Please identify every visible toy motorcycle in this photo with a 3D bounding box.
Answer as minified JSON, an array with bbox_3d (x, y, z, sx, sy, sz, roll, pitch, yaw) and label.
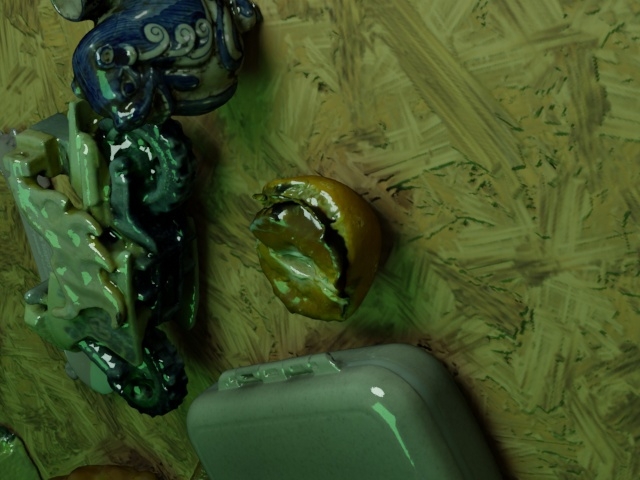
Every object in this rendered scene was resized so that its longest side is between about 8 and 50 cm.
[{"bbox_3d":[-0.247,0.016,1.168,0.237,0.169,0.410,22,123,23],"label":"toy motorcycle"}]

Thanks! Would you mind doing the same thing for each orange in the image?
[{"bbox_3d":[0.000,0.000,0.973,0.160,0.112,0.170,60,162,-21],"label":"orange"}]

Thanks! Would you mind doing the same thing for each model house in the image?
[{"bbox_3d":[-0.616,0.458,1.755,0.195,0.189,0.214,2,117,39],"label":"model house"}]

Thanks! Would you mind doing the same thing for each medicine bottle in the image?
[{"bbox_3d":[0.020,0.249,1.101,0.375,0.123,0.282,-17,102,45],"label":"medicine bottle"}]

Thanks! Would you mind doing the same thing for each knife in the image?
[{"bbox_3d":[-0.362,0.033,1.370,0.132,0.038,0.398,3,116,38],"label":"knife"}]

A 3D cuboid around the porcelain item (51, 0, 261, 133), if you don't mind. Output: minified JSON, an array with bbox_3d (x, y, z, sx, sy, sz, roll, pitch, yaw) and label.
[{"bbox_3d":[-0.189,-0.242,0.935,0.138,0.186,0.288,-19,101,48],"label":"porcelain item"}]

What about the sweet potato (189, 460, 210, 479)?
[{"bbox_3d":[-0.148,0.294,1.331,0.050,0.050,0.214,38,133,17],"label":"sweet potato"}]

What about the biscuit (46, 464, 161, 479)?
[{"bbox_3d":[-0.311,0.488,1.467,0.326,0.107,0.325,2,106,7],"label":"biscuit"}]
